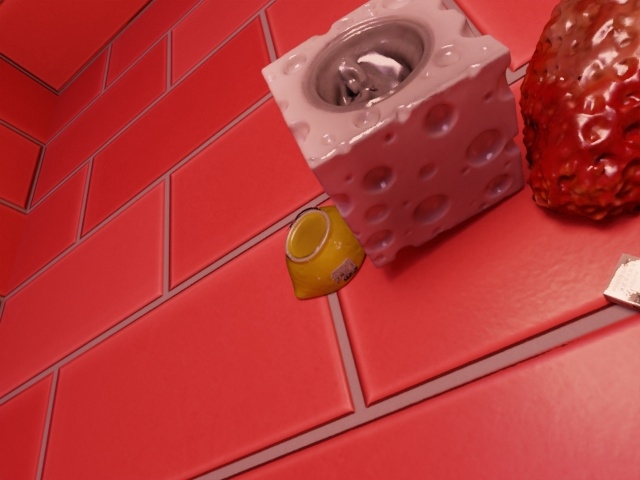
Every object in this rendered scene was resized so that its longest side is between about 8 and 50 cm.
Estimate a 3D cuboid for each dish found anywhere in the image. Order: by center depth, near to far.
[{"bbox_3d":[0.000,0.000,0.762,0.149,0.080,0.207,29,86,44],"label":"dish"}]

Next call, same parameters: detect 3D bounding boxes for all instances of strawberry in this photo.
[{"bbox_3d":[0.355,-0.193,0.546,0.265,0.149,0.335,18,78,41],"label":"strawberry"}]

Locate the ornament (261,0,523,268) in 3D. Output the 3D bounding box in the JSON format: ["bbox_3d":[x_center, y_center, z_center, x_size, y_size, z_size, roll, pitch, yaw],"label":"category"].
[{"bbox_3d":[0.100,-0.156,0.635,0.239,0.239,0.239,-30,49,7],"label":"ornament"}]

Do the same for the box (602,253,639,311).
[{"bbox_3d":[0.357,0.052,0.486,0.083,0.024,0.054,24,80,44],"label":"box"}]
